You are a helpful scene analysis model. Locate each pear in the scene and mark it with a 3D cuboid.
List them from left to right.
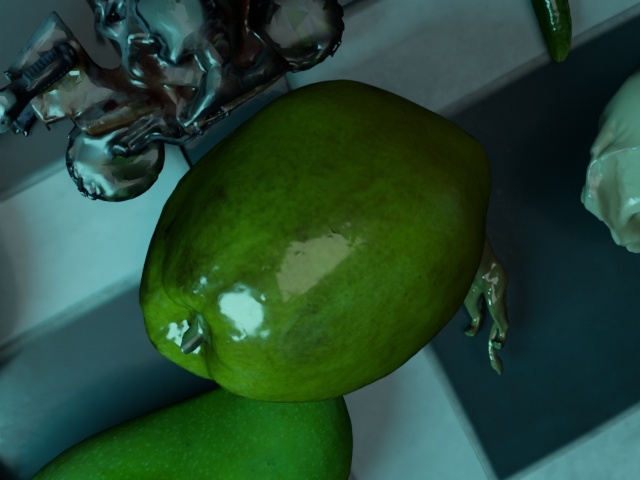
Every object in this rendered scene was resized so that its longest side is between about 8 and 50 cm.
[{"bbox_3d":[0.000,0.000,0.871,0.321,0.269,0.269,-36,102,-29],"label":"pear"}]

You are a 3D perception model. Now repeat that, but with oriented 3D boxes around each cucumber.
[{"bbox_3d":[0.214,-0.254,1.002,0.039,0.039,0.167,-24,102,-8],"label":"cucumber"}]

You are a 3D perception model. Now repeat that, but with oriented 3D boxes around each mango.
[{"bbox_3d":[-0.131,0.252,0.906,0.382,0.201,0.225,-40,95,-8],"label":"mango"}]

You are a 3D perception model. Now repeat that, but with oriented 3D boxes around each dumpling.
[{"bbox_3d":[0.360,-0.090,1.004,0.258,0.147,0.193,-42,133,-10],"label":"dumpling"}]

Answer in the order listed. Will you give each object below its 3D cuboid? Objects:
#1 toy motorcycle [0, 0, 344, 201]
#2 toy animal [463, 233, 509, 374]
[{"bbox_3d":[-0.181,-0.145,0.888,0.401,0.134,0.207,-38,101,-7],"label":"toy motorcycle"},{"bbox_3d":[0.141,0.033,1.002,0.086,0.069,0.219,-23,102,-28],"label":"toy animal"}]
